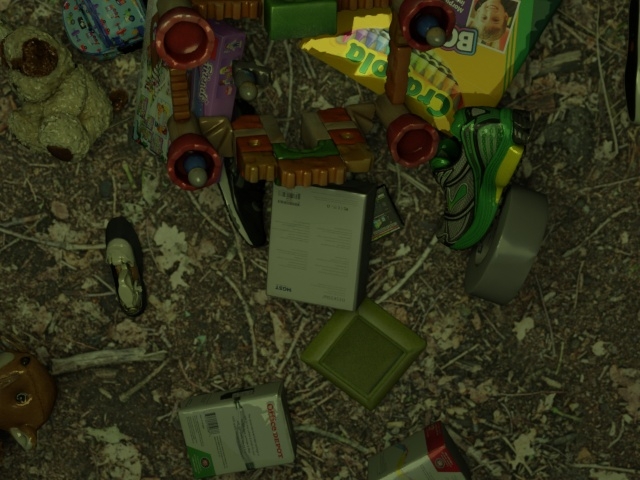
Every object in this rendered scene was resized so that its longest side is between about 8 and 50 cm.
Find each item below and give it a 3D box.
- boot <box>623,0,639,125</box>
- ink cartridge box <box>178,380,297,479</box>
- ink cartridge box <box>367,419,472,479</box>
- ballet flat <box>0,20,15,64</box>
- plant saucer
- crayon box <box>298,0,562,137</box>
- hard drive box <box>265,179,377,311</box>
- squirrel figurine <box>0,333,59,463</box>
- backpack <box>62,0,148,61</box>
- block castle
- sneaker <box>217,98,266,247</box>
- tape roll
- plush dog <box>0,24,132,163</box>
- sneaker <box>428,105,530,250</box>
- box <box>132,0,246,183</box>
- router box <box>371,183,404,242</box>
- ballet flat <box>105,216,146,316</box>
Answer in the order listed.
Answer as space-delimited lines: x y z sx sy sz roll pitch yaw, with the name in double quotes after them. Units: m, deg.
0.648 -0.327 1.619 0.176 0.088 0.244 3 98 1 "boot"
-0.162 0.380 1.800 0.209 0.087 0.153 -10 100 6 "ink cartridge box"
0.196 0.470 1.779 0.176 0.127 0.128 -29 99 8 "ink cartridge box"
-0.664 -0.402 1.675 0.241 0.077 0.091 32 100 -4 "ballet flat"
0.085 0.225 1.777 0.188 0.045 0.188 37 101 -5 "plant saucer"
0.196 -0.394 1.615 0.363 0.106 0.313 30 101 -3 "crayon box"
0.000 0.000 1.682 0.181 0.089 0.232 10 109 14 "hard drive box"
-0.713 0.331 1.765 0.371 0.281 0.396 9 116 -9 "squirrel figurine"
-0.397 -0.411 1.640 0.173 0.117 0.158 -19 99 9 "backpack"
-0.029 -0.241 1.414 0.454 0.212 0.302 -7 127 -13 "block castle"
-0.134 -0.128 1.691 0.124 0.107 0.283 -19 100 1 "sneaker"
0.336 0.005 1.631 0.072 0.219 0.219 19 102 -1 "tape roll"
-0.482 -0.287 1.623 0.211 0.262 0.225 -42 123 -20 "plush dog"
0.259 -0.116 1.601 0.146 0.134 0.343 14 139 2 "sneaker"
-0.240 -0.267 1.590 0.201 0.057 0.293 36 128 30 "box"
0.089 -0.042 1.727 0.123 0.038 0.092 -25 98 8 "router box"
-0.383 0.056 1.756 0.074 0.074 0.203 -8 101 5 "ballet flat"
